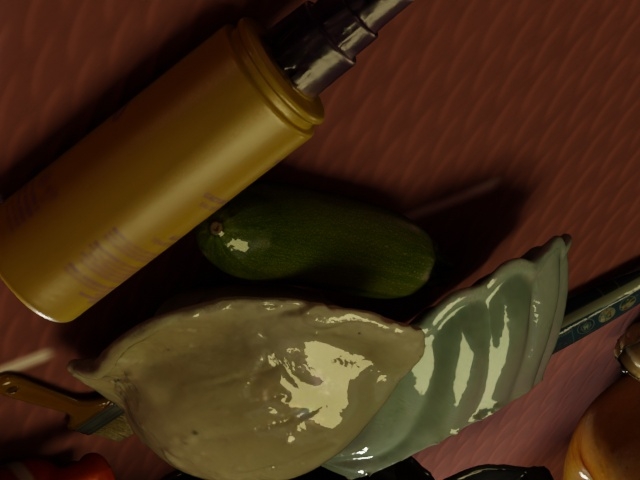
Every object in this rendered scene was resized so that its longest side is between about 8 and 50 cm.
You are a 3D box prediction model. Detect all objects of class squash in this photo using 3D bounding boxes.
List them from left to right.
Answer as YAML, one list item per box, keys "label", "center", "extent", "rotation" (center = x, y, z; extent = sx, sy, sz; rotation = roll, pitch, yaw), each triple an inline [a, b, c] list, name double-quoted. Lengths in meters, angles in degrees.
- label: "squash"
  center: [0.000, 0.000, 1.163]
  extent: [0.069, 0.069, 0.258]
  rotation: [-41, 153, 23]

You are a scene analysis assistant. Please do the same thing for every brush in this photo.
- label: "brush"
  center: [-0.175, 0.115, 1.263]
  extent: [0.043, 0.014, 0.170]
  rotation: [-34, 151, 15]

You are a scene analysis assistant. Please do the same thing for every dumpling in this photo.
- label: "dumpling"
  center: [-0.058, 0.083, 1.179]
  extent: [0.179, 0.131, 0.252]
  rotation: [27, 150, -37]

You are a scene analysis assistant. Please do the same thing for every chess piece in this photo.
- label: "chess piece"
  center: [0.324, 0.055, 1.587]
  extent: [0.060, 0.060, 0.172]
  rotation: [-8, 145, -35]

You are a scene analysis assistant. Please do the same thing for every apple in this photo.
- label: "apple"
  center: [0.345, 0.227, 1.723]
  extent: [0.253, 0.253, 0.253]
  rotation: [-22, 153, -12]

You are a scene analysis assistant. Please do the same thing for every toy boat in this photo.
- label: "toy boat"
  center: [0.074, 0.096, 1.321]
  extent: [0.290, 0.100, 0.199]
  rotation: [-30, 175, 30]

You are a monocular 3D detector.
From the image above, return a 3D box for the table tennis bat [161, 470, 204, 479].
- label: "table tennis bat"
  center: [-0.100, 0.198, 1.484]
  extent: [0.083, 0.007, 0.050]
  rotation: [-5, 144, -36]

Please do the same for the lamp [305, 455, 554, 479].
- label: "lamp"
  center: [0.019, 0.318, 1.583]
  extent: [0.374, 0.205, 0.272]
  rotation: [12, 130, -33]

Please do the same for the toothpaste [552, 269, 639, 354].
- label: "toothpaste"
  center: [0.225, 0.061, 1.524]
  extent: [0.197, 0.035, 0.057]
  rotation: [-27, 162, -8]

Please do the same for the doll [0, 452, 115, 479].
- label: "doll"
  center: [-0.265, 0.206, 1.263]
  extent: [0.245, 0.076, 0.142]
  rotation: [-20, 175, -27]

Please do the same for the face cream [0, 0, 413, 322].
- label: "face cream"
  center: [-0.062, -0.061, 0.988]
  extent: [0.273, 0.078, 0.078]
  rotation: [-37, 152, 16]
